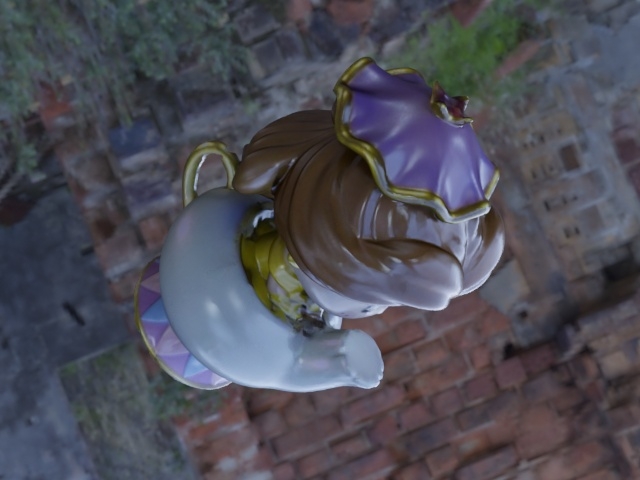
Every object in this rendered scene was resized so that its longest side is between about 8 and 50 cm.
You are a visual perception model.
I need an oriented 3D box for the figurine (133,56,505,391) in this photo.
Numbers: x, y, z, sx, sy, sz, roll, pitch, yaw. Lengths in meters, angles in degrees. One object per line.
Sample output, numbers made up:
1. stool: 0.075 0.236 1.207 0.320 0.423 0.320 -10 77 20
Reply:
1. figurine: 0.000 0.000 0.703 0.263 0.189 0.142 -32 179 38
